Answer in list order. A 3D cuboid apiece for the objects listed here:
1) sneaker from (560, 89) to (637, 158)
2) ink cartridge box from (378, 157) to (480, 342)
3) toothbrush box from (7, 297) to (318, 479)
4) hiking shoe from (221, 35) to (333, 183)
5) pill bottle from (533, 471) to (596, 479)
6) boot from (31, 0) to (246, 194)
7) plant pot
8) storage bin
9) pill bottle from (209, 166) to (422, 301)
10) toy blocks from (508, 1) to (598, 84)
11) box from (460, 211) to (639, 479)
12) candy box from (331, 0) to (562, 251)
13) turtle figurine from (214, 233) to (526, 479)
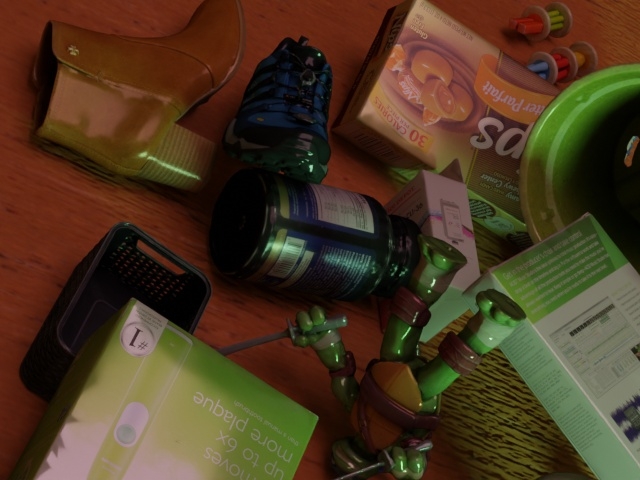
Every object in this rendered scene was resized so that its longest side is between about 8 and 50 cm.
[{"bbox_3d":[0.378,-0.145,2.259,0.296,0.112,0.131,-18,83,-38],"label":"sneaker"},{"bbox_3d":[0.117,0.002,1.913,0.067,0.115,0.198,17,49,-29],"label":"ink cartridge box"},{"bbox_3d":[-0.157,0.228,1.429,0.206,0.122,0.283,35,56,-12],"label":"toothbrush box"},{"bbox_3d":[-0.040,-0.148,1.789,0.113,0.132,0.304,17,11,-13],"label":"hiking shoe"},{"bbox_3d":[0.162,0.373,1.603,0.363,0.210,0.210,-27,79,-47],"label":"pill bottle"},{"bbox_3d":[-0.201,-0.200,1.815,0.211,0.104,0.295,25,51,-23],"label":"boot"},{"bbox_3d":[0.401,-0.073,1.949,0.276,0.276,0.254,55,23,8],"label":"plant pot"},{"bbox_3d":[-0.197,0.087,1.618,0.122,0.084,0.180,36,44,-13],"label":"storage bin"},{"bbox_3d":[0.000,0.000,1.813,0.219,0.123,0.122,14,52,-32],"label":"pill bottle"},{"bbox_3d":[0.306,-0.271,2.314,0.148,0.054,0.123,-18,73,-45],"label":"toy blocks"},{"bbox_3d":[0.314,0.137,1.746,0.232,0.058,0.322,-24,76,-50],"label":"box"},{"bbox_3d":[0.191,-0.138,2.048,0.316,0.087,0.183,31,73,-18],"label":"candy box"},{"bbox_3d":[0.056,0.132,1.639,0.275,0.266,0.198,28,17,-27],"label":"turtle figurine"}]
